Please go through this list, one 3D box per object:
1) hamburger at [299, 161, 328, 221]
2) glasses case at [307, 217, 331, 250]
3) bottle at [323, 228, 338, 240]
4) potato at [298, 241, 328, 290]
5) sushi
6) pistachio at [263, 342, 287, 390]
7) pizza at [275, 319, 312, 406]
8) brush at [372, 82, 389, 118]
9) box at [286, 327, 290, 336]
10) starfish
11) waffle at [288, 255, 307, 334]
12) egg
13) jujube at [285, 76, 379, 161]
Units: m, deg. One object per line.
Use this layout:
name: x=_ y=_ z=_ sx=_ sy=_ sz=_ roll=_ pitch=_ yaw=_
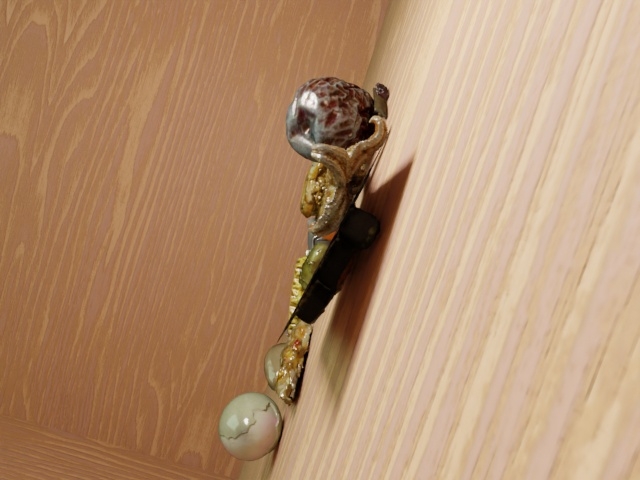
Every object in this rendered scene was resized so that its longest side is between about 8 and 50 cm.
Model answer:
hamburger: x=0.031 y=-0.212 z=1.469 sx=0.318 sy=0.158 sz=0.318 roll=-163 pitch=90 yaw=-87
glasses case: x=-0.001 y=0.002 z=1.504 sx=0.308 sy=0.083 sz=0.128 roll=-106 pitch=20 yaw=-74
bottle: x=0.053 y=-0.092 z=1.263 sx=0.069 sy=0.069 sz=0.187 roll=-82 pitch=12 yaw=-72
potato: x=-0.012 y=0.079 z=1.235 sx=0.225 sy=0.090 sz=0.117 roll=111 pitch=176 yaw=-58
sushi: x=0.043 y=0.026 z=0.749 sx=0.343 sy=0.064 sz=0.359 roll=-62 pitch=-3 yaw=-6
pistachio: x=-0.125 y=0.409 z=1.340 sx=0.126 sy=0.108 sz=0.185 roll=-39 pitch=25 yaw=22
pizza: x=-0.084 y=0.357 z=1.155 sx=0.297 sy=0.071 sz=0.189 roll=-81 pitch=10 yaw=-65
brush: x=0.167 y=-0.390 z=1.146 sx=0.248 sy=0.043 sz=0.036 roll=-78 pitch=14 yaw=-57
box: x=-0.100 y=0.335 z=1.740 sx=0.175 sy=0.048 sz=0.112 roll=-154 pitch=83 yaw=-87
starfish: x=0.060 y=-0.147 z=0.985 sx=0.303 sy=0.113 sz=0.311 roll=-40 pitch=-29 yaw=-60
waffle: x=-0.071 y=0.198 z=1.458 sx=0.283 sy=0.065 sz=0.309 roll=-68 pitch=-14 yaw=-82
egg: x=-0.201 y=0.529 z=1.189 sx=0.217 sy=0.183 sz=0.183 roll=80 pitch=-154 yaw=-74
jujube: x=0.038 y=-0.329 z=1.145 sx=0.317 sy=0.226 sz=0.226 roll=-30 pitch=-35 yaw=-54
